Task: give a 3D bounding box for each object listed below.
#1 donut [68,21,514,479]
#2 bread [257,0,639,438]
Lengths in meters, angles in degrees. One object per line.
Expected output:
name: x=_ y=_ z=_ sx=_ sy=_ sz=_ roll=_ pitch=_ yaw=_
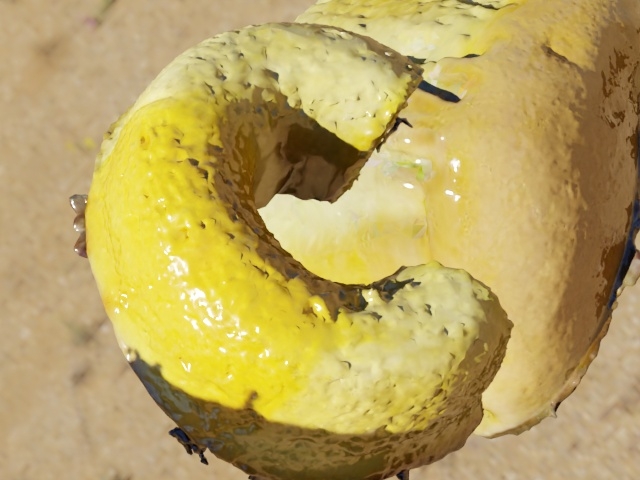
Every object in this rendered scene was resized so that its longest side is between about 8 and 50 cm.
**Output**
donut: x=-0.011 y=-0.001 z=0.688 sx=0.078 sy=0.146 sz=0.181 roll=129 pitch=133 yaw=-59
bread: x=0.064 y=-0.034 z=0.980 sx=0.204 sy=0.162 sz=0.262 roll=4 pitch=81 yaw=34
